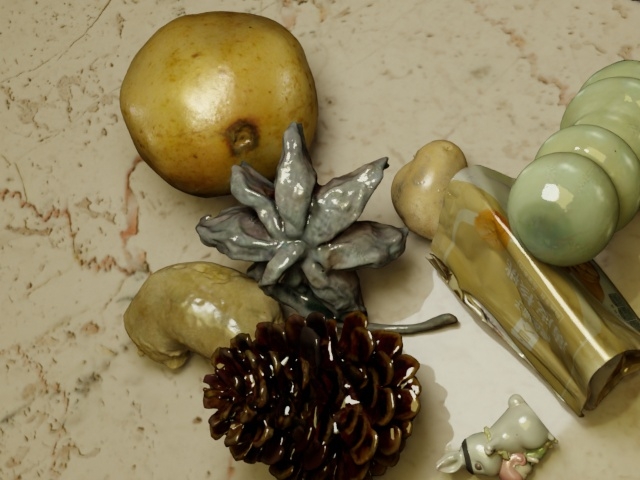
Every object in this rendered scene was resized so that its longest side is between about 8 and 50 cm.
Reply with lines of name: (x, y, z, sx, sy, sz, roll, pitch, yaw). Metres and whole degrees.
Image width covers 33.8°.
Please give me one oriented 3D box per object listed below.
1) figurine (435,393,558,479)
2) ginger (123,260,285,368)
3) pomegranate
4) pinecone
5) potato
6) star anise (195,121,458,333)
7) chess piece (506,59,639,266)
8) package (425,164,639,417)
figurine: (0.231, 0.280, 1.362, 0.146, 0.081, 0.098, -40, 65, 1)
ginger: (-0.158, 0.109, 1.517, 0.267, 0.152, 0.138, 5, 31, 25)
pomegranate: (-0.146, -0.196, 1.533, 0.307, 0.307, 0.307, -6, 70, 16)
pinecone: (-0.017, 0.202, 1.355, 0.246, 0.292, 0.246, -19, 65, 49)
potato: (0.156, -0.074, 1.497, 0.112, 0.112, 0.147, 13, 69, 21)
star anise: (0.000, 0.000, 1.422, 0.360, 0.315, 0.139, -1, 32, 10)
chess piece: (0.342, -0.085, 1.306, 0.182, 0.182, 0.330, 24, 39, 23)
package: (0.273, 0.075, 1.377, 0.165, 0.221, 0.311, -47, 63, 21)
